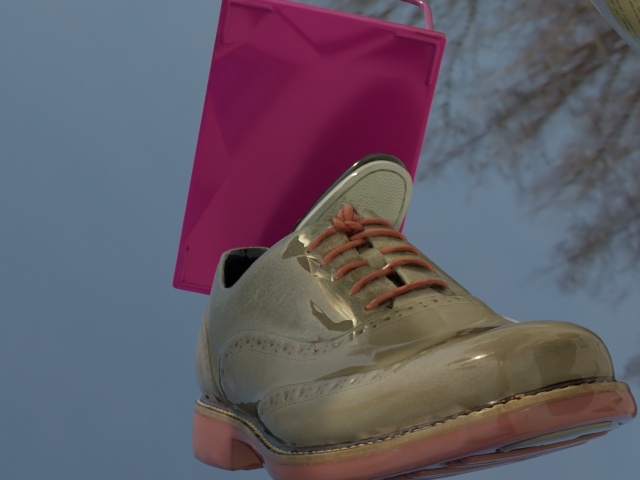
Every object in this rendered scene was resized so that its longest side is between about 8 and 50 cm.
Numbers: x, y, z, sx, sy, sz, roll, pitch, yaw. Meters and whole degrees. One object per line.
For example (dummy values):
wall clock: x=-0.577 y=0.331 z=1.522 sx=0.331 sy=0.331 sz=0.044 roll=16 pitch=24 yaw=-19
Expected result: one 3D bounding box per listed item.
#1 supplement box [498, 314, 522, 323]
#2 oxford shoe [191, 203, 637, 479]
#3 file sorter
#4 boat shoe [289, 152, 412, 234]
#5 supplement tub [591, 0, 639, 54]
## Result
supplement box: x=0.097 y=0.073 z=0.953 sx=0.098 sy=0.036 sz=0.062 roll=17 pitch=-147 yaw=-27
oxford shoe: x=0.017 y=0.046 z=0.765 sx=0.123 sy=0.348 sz=0.130 roll=-4 pitch=-92 yaw=-29
file sorter: x=-0.010 y=-0.099 z=1.548 sx=0.202 sy=0.290 sz=0.182 roll=11 pitch=-159 yaw=-1
boat shoe: x=0.000 y=0.000 z=1.402 sx=0.084 sy=0.233 sz=0.079 roll=17 pitch=-140 yaw=-24
supplement tub: x=0.210 y=-0.119 z=0.465 sx=0.241 sy=0.241 sz=0.331 roll=38 pitch=-171 yaw=-35
